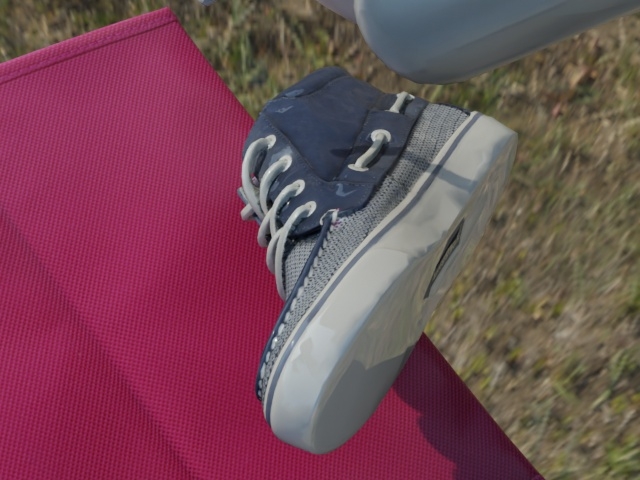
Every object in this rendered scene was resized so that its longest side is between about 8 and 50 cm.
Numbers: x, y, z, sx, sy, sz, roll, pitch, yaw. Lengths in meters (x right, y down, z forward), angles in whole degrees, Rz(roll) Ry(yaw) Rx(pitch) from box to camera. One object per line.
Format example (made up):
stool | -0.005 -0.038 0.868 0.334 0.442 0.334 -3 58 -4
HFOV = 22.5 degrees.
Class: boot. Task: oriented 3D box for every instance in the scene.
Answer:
boot | 0.000 0.000 0.559 0.086 0.069 0.190 22 32 13

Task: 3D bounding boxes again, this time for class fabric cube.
fabric cube | -0.118 0.109 0.655 0.259 0.254 0.258 -26 71 -37

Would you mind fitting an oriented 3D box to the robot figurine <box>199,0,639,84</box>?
robot figurine | 0.092 -0.171 0.438 0.200 0.353 0.300 43 50 -28
